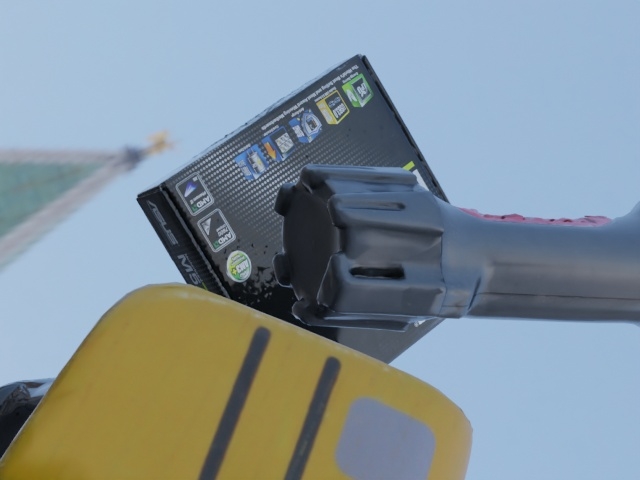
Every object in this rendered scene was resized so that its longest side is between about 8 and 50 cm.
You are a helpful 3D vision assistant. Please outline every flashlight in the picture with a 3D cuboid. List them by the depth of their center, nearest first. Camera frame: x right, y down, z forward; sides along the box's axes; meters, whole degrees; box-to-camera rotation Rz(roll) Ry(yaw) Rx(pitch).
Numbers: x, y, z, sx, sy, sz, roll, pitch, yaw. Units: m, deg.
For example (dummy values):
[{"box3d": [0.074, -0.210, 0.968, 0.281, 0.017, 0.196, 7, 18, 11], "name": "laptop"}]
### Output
[{"box3d": [0.123, 0.003, 1.025, 0.103, 0.304, 0.103, 150, -60, -61], "name": "flashlight"}]

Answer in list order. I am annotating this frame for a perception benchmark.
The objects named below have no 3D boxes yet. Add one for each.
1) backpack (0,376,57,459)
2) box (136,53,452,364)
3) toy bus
[{"box3d": [-0.089, 0.191, 0.967, 0.191, 0.225, 0.253, 9, -80, 49], "name": "backpack"}, {"box3d": [0.000, 0.000, 1.257, 0.184, 0.191, 0.045, 59, -31, -7], "name": "box"}, {"box3d": [-0.071, 0.173, 0.448, 0.130, 0.332, 0.108, 23, -36, -6], "name": "toy bus"}]
